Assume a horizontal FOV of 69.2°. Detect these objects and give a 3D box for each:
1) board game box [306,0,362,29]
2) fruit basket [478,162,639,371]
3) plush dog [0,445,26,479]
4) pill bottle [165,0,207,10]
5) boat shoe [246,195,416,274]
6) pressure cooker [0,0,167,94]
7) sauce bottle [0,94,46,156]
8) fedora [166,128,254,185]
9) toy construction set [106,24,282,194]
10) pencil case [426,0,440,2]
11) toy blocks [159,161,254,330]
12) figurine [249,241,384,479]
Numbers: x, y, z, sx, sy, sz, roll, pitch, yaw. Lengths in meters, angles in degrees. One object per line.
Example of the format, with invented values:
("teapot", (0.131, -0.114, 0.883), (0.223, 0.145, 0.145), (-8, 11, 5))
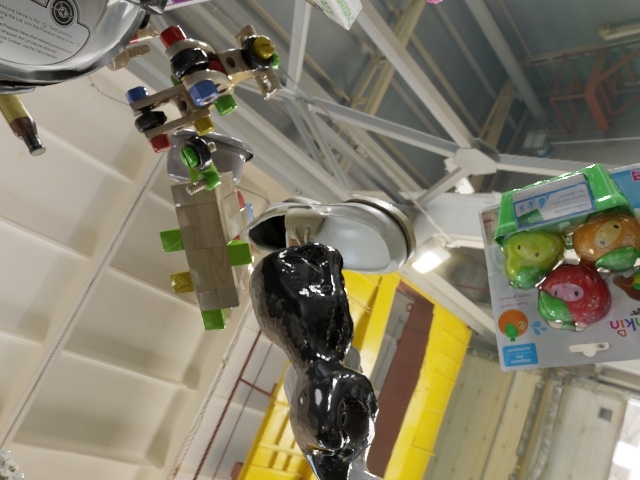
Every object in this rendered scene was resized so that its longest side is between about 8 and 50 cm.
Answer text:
("board game box", (-0.047, -0.440, 0.707), (0.053, 0.193, 0.305), (-54, -8, 14))
("fruit basket", (0.463, 0.045, 0.853), (0.165, 0.327, 0.353), (35, -130, -41))
("plush dog", (-0.256, 0.096, 0.176), (0.262, 0.225, 0.211), (45, -150, -6))
("pill bottle", (-0.305, -0.683, 1.135), (0.322, 0.181, 0.182), (-13, -73, -1))
("boat shoe", (0.000, 0.000, 0.661), (0.103, 0.302, 0.113), (-25, -72, -31))
("pressure cooker", (-0.388, -0.356, 0.476), (0.370, 0.420, 0.376), (-57, -28, -37))
("sauce bottle", (-0.524, -0.207, 0.811), (0.042, 0.042, 0.128), (-29, -91, -35))
("fedora", (-0.323, -0.211, 1.265), (0.275, 0.243, 0.124), (8, -96, -16))
("toy construction set", (-0.217, -0.298, 0.820), (0.309, 0.257, 0.237), (44, -128, 11))
("pencil case", (0.245, -0.629, 1.028), (0.098, 0.095, 0.209), (-66, -22, 2))
("toy blocks", (-0.234, -0.018, 1.120), (0.261, 0.190, 0.382), (-70, -28, -73))
("figurine", (0.008, 0.144, 0.396), (0.092, 0.209, 0.215), (-14, -59, -3))
